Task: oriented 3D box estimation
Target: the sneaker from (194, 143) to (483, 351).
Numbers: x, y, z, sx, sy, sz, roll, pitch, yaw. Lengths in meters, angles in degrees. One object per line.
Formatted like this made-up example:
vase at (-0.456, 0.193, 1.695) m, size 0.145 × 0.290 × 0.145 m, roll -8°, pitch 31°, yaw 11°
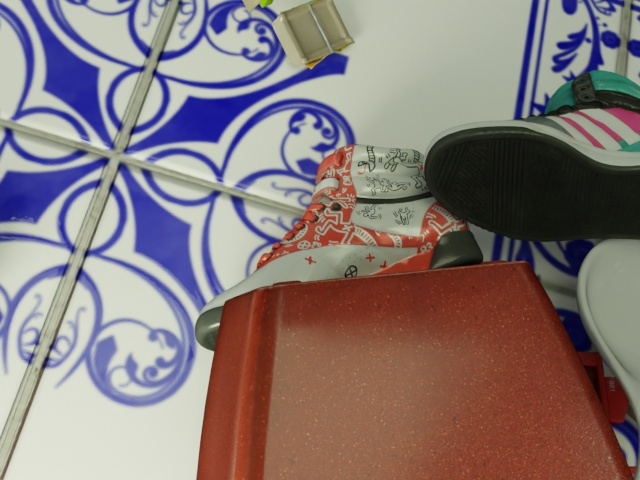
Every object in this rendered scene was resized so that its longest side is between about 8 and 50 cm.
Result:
sneaker at (0.001, 0.000, 0.733) m, size 0.270 × 0.090 × 0.145 m, roll -16°, pitch 66°, yaw -15°

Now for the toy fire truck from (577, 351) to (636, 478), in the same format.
toy fire truck at (0.290, 0.155, 0.756) m, size 0.135 × 0.047 × 0.192 m, roll 5°, pitch 68°, yaw -10°

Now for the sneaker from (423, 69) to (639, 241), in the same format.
sneaker at (0.229, -0.093, 0.773) m, size 0.295 × 0.124 × 0.178 m, roll 6°, pitch 32°, yaw -10°

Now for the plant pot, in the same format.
plant pot at (0.042, 0.143, 0.559) m, size 0.267 × 0.267 × 0.236 m, roll -5°, pitch 85°, yaw -14°

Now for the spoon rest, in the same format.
spoon rest at (0.280, 0.120, 0.695) m, size 0.137 × 0.084 × 0.276 m, roll 15°, pitch 67°, yaw -5°

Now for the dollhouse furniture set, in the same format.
dollhouse furniture set at (-0.037, -0.252, 0.854) m, size 0.076 × 0.058 × 0.152 m, roll -32°, pitch 98°, yaw -29°
